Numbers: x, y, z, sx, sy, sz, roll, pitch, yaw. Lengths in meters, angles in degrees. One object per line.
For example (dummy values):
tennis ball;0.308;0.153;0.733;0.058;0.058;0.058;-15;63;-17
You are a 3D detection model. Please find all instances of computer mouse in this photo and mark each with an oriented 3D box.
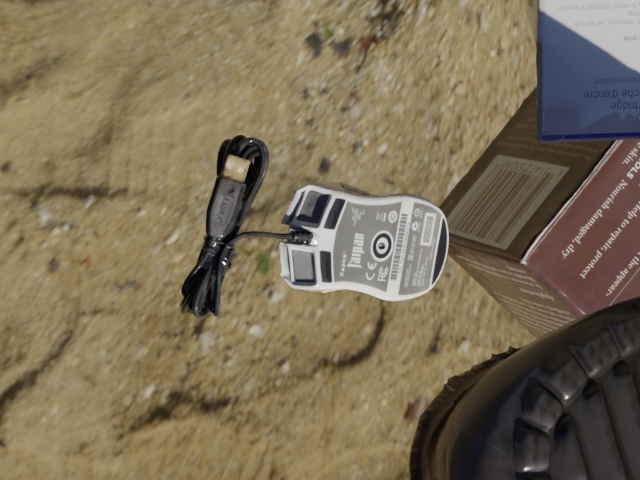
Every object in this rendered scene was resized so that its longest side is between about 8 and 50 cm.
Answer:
computer mouse;0.000;0.000;0.842;0.042;0.193;0.106;12;93;48

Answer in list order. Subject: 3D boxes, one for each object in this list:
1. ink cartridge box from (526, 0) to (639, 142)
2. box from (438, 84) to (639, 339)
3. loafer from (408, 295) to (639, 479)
ink cartridge box;0.200;-0.153;0.652;0.206;0.045;0.208;-1;106;4
box;0.225;0.002;1.068;0.203;0.168;0.167;42;82;-22
loafer;0.146;0.101;0.564;0.130;0.366;0.134;-19;74;39
